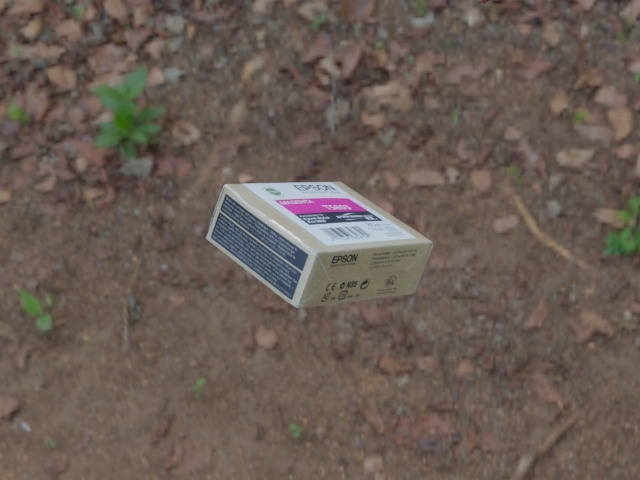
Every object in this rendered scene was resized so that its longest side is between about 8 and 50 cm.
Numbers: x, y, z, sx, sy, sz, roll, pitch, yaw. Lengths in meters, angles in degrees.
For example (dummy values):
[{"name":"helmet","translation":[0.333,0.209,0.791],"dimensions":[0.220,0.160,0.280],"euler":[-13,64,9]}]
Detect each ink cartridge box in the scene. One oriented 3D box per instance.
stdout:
[{"name":"ink cartridge box","translation":[0.000,0.000,1.721],"dimensions":[0.235,0.088,0.193],"euler":[-5,32,-46]}]

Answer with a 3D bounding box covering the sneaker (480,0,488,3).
[{"name":"sneaker","translation":[0.258,-0.457,2.036],"dimensions":[0.088,0.225,0.093],"euler":[-33,63,-2]}]
